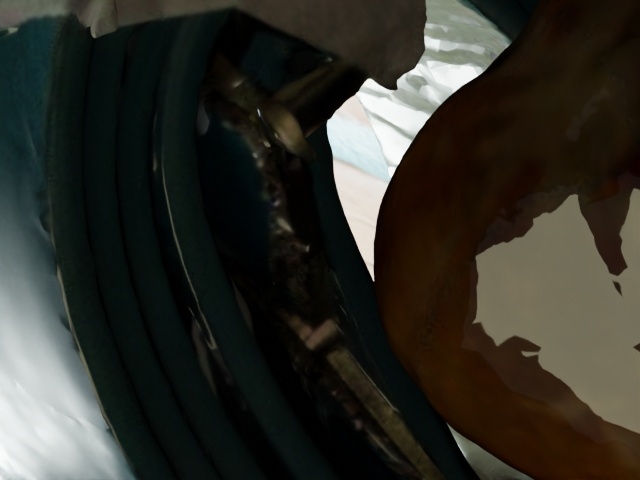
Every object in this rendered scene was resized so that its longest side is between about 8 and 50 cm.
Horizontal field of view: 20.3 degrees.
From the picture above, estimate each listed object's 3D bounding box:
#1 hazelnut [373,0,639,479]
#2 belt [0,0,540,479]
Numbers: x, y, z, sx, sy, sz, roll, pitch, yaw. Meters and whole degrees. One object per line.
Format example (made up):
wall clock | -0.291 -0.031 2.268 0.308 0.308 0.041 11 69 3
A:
hazelnut | 0.133 -0.011 0.563 0.251 0.217 0.217 -23 124 28
belt | 0.000 0.001 0.733 0.173 0.300 0.436 16 147 42
